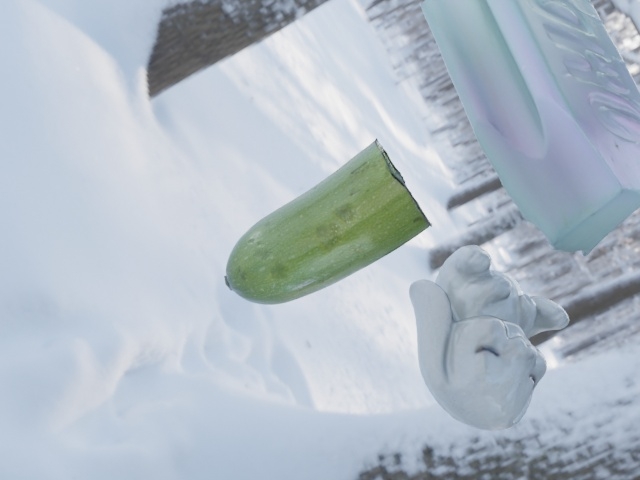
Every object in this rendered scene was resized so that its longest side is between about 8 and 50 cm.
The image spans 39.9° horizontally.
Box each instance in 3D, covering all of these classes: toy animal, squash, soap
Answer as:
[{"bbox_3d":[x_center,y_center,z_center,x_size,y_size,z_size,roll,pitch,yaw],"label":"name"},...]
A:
[{"bbox_3d":[0.257,0.177,1.376,0.271,0.206,0.265,34,36,-19],"label":"toy animal"},{"bbox_3d":[0.000,0.000,0.791,0.095,0.188,0.095,56,5,-8],"label":"squash"},{"bbox_3d":[0.256,-0.157,0.972,0.208,0.115,0.347,8,53,-37],"label":"soap"}]
